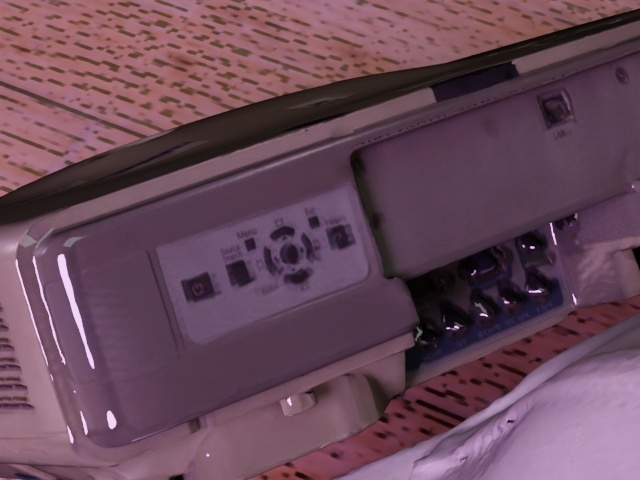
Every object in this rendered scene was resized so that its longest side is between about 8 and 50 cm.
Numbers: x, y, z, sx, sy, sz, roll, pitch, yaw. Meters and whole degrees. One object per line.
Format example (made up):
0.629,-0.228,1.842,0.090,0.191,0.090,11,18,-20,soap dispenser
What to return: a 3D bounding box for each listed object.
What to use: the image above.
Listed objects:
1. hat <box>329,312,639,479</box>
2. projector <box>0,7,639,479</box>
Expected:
0.033,0.138,0.396,0.301,0.168,0.258,-14,73,-3,hat
0.000,0.000,0.565,0.269,0.088,0.193,-20,7,-33,projector
